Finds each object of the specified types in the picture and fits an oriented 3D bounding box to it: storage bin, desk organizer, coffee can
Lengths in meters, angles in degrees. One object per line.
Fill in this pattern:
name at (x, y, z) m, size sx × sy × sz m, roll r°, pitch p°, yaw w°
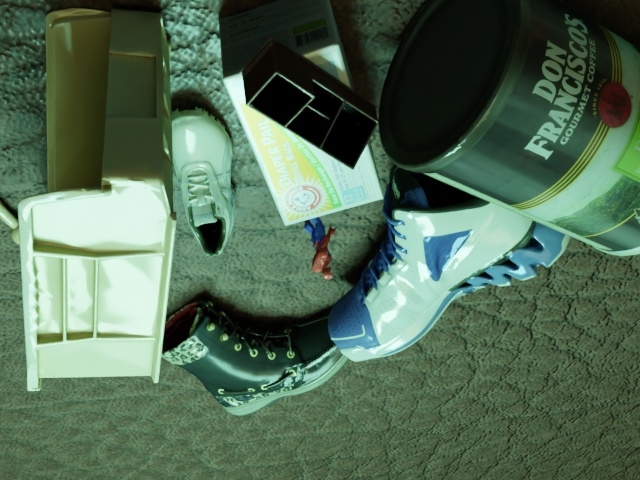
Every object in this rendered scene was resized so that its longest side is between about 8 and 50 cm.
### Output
storage bin at (-0.206, -0.042, 0.832) m, size 0.123 × 0.262 × 0.260 m, roll 3°, pitch 135°, yaw -13°
desk organizer at (-0.006, -0.119, 0.788) m, size 0.130 × 0.050 × 0.047 m, roll 28°, pitch 124°, yaw -32°
coffee can at (0.225, -0.120, 0.869) m, size 0.275 × 0.202 × 0.201 m, roll 19°, pitch 129°, yaw -27°

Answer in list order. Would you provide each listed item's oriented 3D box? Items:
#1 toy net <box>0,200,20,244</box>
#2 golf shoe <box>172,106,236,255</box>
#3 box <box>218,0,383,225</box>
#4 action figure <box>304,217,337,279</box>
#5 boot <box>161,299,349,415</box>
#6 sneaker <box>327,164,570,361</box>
toy net at (-0.376, 0.003, 1.006) m, size 0.232 × 0.045 × 0.122 m, roll 9°, pitch 133°, yaw -18°
golf shoe at (-0.123, -0.059, 0.956) m, size 0.069 × 0.086 × 0.176 m, roll -9°, pitch 134°, yaw 3°
box at (-0.017, -0.128, 0.889) m, size 0.114 × 0.103 × 0.203 m, roll -16°, pitch 135°, yaw 7°
action figure at (0.000, 0.000, 1.014) m, size 0.030 × 0.115 × 0.038 m, roll 12°, pitch 133°, yaw -21°
boot at (-0.085, 0.134, 1.161) m, size 0.236 × 0.085 × 0.178 m, roll -31°, pitch 130°, yaw 21°
sneaker at (0.112, -0.001, 1.042) m, size 0.315 × 0.127 × 0.182 m, roll -34°, pitch 120°, yaw 27°
